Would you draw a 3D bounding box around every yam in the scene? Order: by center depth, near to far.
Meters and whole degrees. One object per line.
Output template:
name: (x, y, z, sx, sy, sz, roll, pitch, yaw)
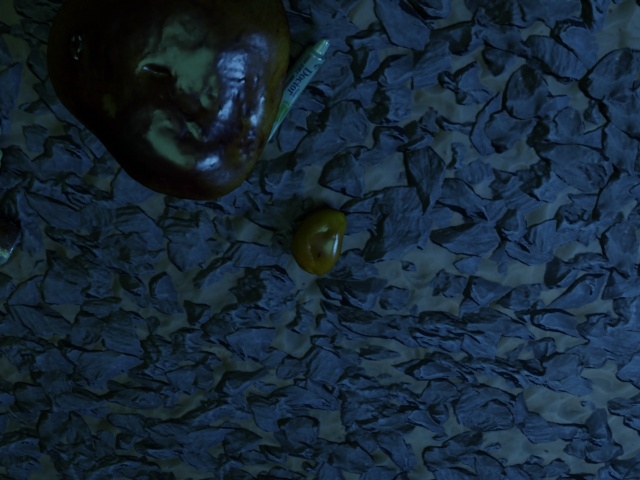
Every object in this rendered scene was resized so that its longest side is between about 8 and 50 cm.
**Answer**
yam: (-0.539, -0.017, 1.770, 0.141, 0.079, 0.079, 27, 122, -14)

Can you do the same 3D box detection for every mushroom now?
mushroom: (-0.199, -0.227, 1.546, 0.345, 0.259, 0.345, 1, 97, 8)

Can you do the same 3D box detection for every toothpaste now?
toothpaste: (-0.045, -0.213, 1.626, 0.048, 0.029, 0.197, 31, 124, -16)

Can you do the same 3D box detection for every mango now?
mango: (0.000, 0.000, 1.750, 0.080, 0.060, 0.114, 35, 123, 0)

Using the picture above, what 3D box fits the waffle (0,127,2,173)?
waffle: (-0.569, -0.119, 1.687, 0.208, 0.054, 0.214, 2, 102, -2)
